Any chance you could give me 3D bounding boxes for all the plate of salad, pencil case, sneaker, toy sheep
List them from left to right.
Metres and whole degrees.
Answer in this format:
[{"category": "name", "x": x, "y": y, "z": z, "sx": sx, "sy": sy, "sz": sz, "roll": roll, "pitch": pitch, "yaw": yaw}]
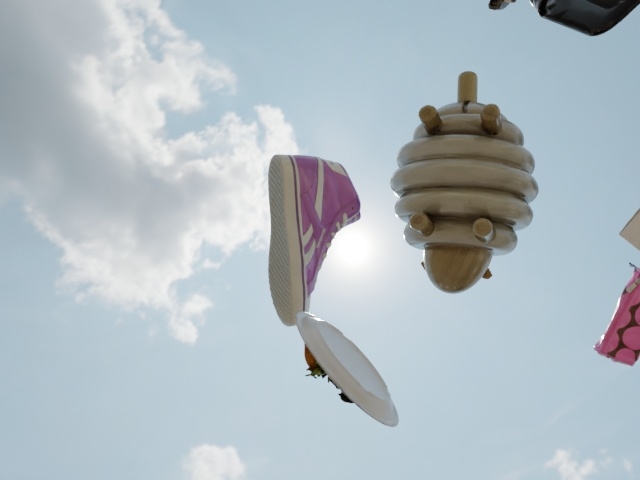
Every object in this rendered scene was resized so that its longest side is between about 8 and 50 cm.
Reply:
[{"category": "sneaker", "x": 0.000, "y": 0.000, "z": 0.983, "sx": 0.161, "sy": 0.102, "sz": 0.281, "roll": 2, "pitch": -91, "yaw": -27}, {"category": "plate of salad", "x": 0.030, "y": 0.177, "z": 0.804, "sx": 0.048, "sy": 0.200, "sz": 0.200, "roll": -45, "pitch": -76, "yaw": 7}, {"category": "toy sheep", "x": 0.082, "y": -0.035, "z": 0.340, "sx": 0.091, "sy": 0.091, "sz": 0.132, "roll": 10, "pitch": -96, "yaw": 5}, {"category": "pencil case", "x": 0.643, "y": 0.157, "z": 1.225, "sx": 0.098, "sy": 0.095, "sz": 0.209, "roll": 7, "pitch": -73, "yaw": -41}]

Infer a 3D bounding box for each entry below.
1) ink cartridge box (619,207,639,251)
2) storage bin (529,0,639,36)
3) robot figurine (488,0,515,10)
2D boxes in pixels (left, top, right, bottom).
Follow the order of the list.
[{"category": "ink cartridge box", "x": 0.722, "y": -0.014, "z": 1.112, "sx": 0.233, "sy": 0.171, "sz": 0.168, "roll": 7, "pitch": -56, "yaw": -42}, {"category": "storage bin", "x": 0.269, "y": -0.285, "z": 0.526, "sx": 0.122, "sy": 0.084, "sz": 0.180, "roll": 1, "pitch": -32, "yaw": -36}, {"category": "robot figurine", "x": 0.326, "y": -0.512, "z": 0.937, "sx": 0.085, "sy": 0.290, "sz": 0.211, "roll": 16, "pitch": -22, "yaw": 35}]
